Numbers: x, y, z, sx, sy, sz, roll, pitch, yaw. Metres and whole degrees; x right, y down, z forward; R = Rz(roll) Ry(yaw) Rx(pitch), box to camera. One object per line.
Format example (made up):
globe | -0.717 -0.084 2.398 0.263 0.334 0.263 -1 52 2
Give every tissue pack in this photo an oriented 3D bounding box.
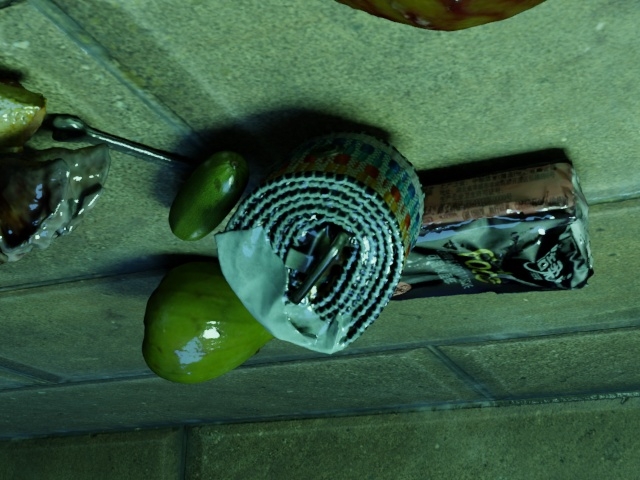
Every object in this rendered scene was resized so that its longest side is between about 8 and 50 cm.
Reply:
tissue pack | 0.190 -0.001 1.178 0.332 0.123 0.245 -8 160 19

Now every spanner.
spanner | -0.204 -0.102 1.062 0.254 0.015 0.054 16 155 -35

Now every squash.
squash | -0.147 -0.044 1.097 0.066 0.066 0.252 8 159 -21

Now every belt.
belt | 0.000 0.000 1.032 0.207 0.150 0.257 37 126 -1

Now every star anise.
star anise | -0.373 -0.013 0.970 0.331 0.118 0.332 -21 -172 3

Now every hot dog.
hot dog | -0.410 -0.124 0.901 0.261 0.093 0.123 -14 164 -10

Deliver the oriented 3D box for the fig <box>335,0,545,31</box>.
fig | 0.066 -0.230 0.461 0.214 0.235 0.235 -6 162 -21

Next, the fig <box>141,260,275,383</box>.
fig | -0.169 0.134 1.413 0.225 0.203 0.203 9 158 -4
